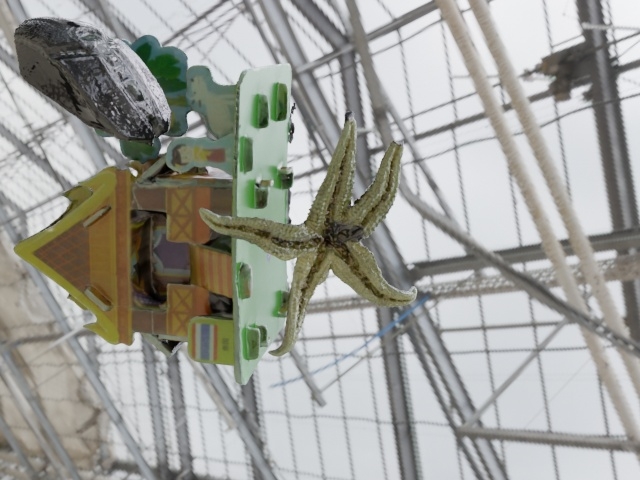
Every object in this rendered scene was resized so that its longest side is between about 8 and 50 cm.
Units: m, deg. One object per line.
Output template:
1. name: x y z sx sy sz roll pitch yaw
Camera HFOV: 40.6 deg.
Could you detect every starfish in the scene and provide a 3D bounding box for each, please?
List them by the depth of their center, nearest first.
1. starfish: -0.001 -0.001 0.745 0.050 0.217 0.223 37 -73 58

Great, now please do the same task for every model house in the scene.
1. model house: -0.196 -0.048 0.982 0.312 0.242 0.358 4 -74 7

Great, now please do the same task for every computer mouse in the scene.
1. computer mouse: -0.234 -0.177 0.899 0.192 0.106 0.062 39 -53 6
